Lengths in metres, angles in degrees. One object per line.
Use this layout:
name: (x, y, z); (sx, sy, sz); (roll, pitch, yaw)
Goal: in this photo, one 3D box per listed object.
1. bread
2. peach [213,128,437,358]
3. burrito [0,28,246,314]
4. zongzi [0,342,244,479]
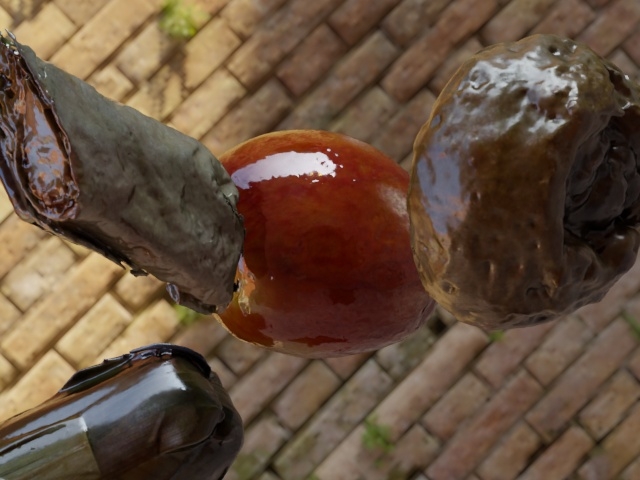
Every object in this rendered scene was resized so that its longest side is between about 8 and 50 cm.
bread: (0.167, -0.041, 1.036); (0.123, 0.230, 0.230); (23, 63, 43)
peach: (0.000, 0.000, 1.487); (0.281, 0.281, 0.238); (-60, -19, -55)
burrito: (-0.189, -0.058, 1.250); (0.107, 0.348, 0.175); (-31, 48, 24)
zongzi: (-0.337, 0.238, 1.494); (0.403, 0.432, 0.208); (-48, 37, 19)
